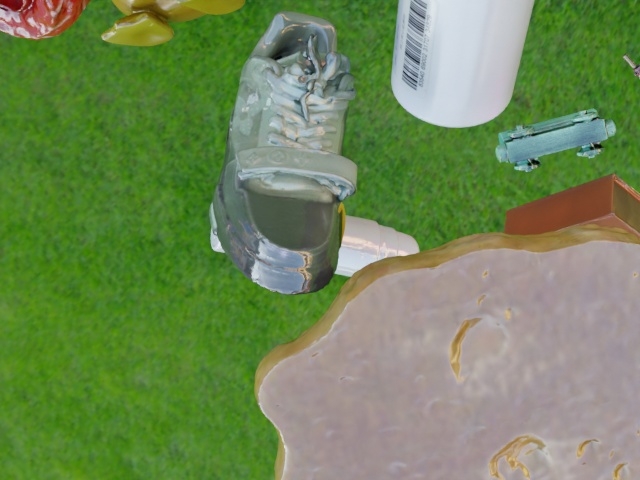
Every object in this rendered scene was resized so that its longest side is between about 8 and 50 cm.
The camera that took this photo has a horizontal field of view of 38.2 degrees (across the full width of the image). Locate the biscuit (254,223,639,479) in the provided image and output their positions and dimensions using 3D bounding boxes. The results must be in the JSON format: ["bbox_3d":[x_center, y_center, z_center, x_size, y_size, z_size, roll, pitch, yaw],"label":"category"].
[{"bbox_3d":[0.139,0.166,0.821,0.385,0.062,0.365,-17,112,4],"label":"biscuit"}]

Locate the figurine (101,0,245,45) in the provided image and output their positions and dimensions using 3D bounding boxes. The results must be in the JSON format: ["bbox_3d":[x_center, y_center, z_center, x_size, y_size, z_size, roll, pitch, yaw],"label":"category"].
[{"bbox_3d":[-0.170,-0.338,0.989,0.215,0.215,0.228,-13,109,33],"label":"figurine"}]

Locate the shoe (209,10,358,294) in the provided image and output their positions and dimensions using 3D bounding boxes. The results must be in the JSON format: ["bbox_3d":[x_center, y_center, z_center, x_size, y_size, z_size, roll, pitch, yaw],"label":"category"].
[{"bbox_3d":[-0.025,-0.096,0.782,0.109,0.293,0.149,10,126,-14],"label":"shoe"}]

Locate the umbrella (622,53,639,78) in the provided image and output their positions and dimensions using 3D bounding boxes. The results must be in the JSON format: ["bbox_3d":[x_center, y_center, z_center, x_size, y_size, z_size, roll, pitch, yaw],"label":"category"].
[{"bbox_3d":[0.489,-0.209,1.325,0.165,0.025,0.027,43,161,-15],"label":"umbrella"}]

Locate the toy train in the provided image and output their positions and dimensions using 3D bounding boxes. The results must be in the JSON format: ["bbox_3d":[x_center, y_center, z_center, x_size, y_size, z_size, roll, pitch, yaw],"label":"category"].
[{"bbox_3d":[0.489,-0.215,1.948,0.248,0.159,0.101,-13,103,7],"label":"toy train"}]

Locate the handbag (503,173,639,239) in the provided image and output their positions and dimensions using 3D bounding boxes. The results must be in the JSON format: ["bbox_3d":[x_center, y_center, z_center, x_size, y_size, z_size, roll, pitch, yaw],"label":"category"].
[{"bbox_3d":[0.288,0.015,0.907,0.190,0.062,0.127,30,147,-32],"label":"handbag"}]

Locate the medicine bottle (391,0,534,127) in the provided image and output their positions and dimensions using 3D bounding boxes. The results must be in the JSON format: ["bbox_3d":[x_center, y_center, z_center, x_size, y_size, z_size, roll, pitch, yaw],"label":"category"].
[{"bbox_3d":[0.111,-0.185,0.706,0.103,0.102,0.186,20,142,15],"label":"medicine bottle"}]

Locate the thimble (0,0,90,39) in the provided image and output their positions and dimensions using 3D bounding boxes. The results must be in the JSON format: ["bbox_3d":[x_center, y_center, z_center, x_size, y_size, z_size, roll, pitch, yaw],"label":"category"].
[{"bbox_3d":[-0.282,-0.279,0.841,0.190,0.125,0.163,23,155,11],"label":"thimble"}]

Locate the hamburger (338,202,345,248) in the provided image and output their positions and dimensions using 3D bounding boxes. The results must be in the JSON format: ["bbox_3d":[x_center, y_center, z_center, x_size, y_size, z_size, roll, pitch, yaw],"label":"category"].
[{"bbox_3d":[-0.015,-0.013,1.284,0.082,0.141,0.126,14,147,16],"label":"hamburger"}]

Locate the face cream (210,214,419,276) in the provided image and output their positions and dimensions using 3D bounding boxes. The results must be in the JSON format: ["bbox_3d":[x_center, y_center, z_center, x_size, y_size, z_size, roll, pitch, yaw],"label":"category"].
[{"bbox_3d":[0.000,0.000,1.507,0.346,0.102,0.102,10,131,-19],"label":"face cream"}]
